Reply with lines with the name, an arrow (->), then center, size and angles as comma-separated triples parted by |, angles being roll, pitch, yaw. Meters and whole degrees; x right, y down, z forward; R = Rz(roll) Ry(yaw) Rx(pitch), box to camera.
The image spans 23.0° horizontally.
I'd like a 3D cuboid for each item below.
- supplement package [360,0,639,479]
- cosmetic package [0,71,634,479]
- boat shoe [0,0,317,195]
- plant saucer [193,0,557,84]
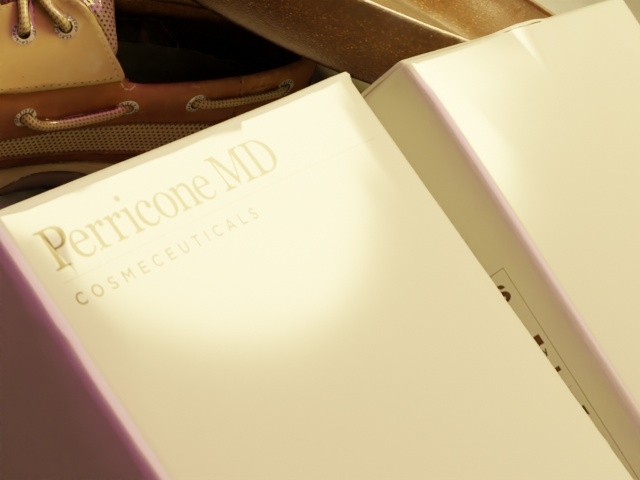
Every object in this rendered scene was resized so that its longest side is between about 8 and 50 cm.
supplement package -> 0.110, 0.070, 0.687 | 0.177, 0.175, 0.293 | -22, 77, -47
cosmetic package -> 0.016, 0.147, 0.534 | 0.365, 0.155, 0.197 | 55, 40, 4
boat shoe -> -0.144, -0.093, 0.790 | 0.324, 0.120, 0.122 | 3, 46, -36
plant saucer -> 0.006, -0.145, 0.865 | 0.311, 0.050, 0.310 | 22, 18, -8
